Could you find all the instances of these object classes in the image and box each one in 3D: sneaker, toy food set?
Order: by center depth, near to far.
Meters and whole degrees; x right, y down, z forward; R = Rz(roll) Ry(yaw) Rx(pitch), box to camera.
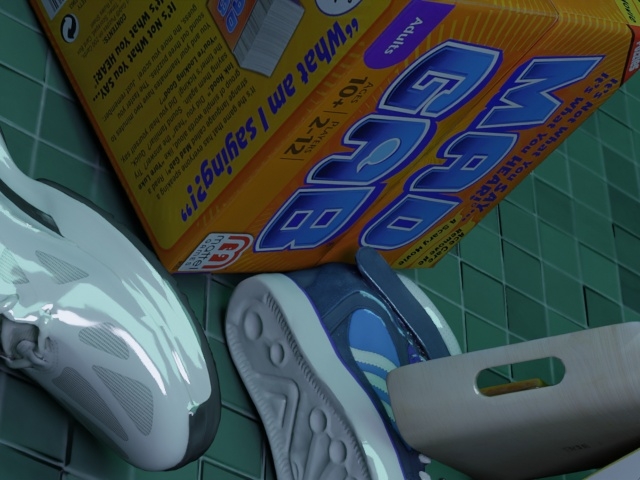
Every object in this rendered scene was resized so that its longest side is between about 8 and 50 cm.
[{"bbox_3d":[-0.293,0.039,1.365,0.447,0.169,0.257,46,45,7],"label":"sneaker"},{"bbox_3d":[0.208,0.131,1.577,0.306,0.220,0.092,34,47,-62],"label":"toy food set"},{"bbox_3d":[0.070,0.158,1.635,0.236,0.130,0.322,0,54,-42],"label":"sneaker"}]

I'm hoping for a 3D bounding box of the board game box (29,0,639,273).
[{"bbox_3d":[0.014,-0.216,1.675,0.356,0.356,0.356,0,53,-46],"label":"board game box"}]

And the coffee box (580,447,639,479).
[{"bbox_3d":[0.365,0.357,1.600,0.338,0.338,0.334,8,55,-44],"label":"coffee box"}]

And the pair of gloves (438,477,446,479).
[{"bbox_3d":[0.115,0.256,1.701,0.083,0.010,0.074,-19,74,-53],"label":"pair of gloves"}]
